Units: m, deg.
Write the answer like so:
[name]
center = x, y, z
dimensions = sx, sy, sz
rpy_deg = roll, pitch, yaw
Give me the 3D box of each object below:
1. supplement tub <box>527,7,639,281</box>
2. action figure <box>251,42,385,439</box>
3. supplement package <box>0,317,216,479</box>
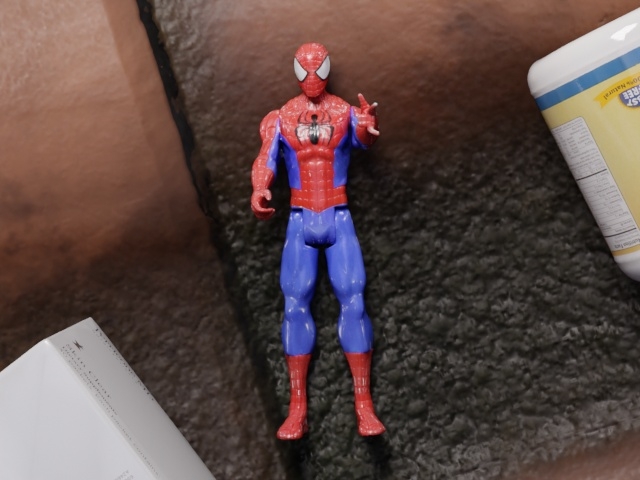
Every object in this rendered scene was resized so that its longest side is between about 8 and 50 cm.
[supplement tub]
center = 0.244, -0.060, 1.203
dimensions = 0.144, 0.144, 0.200
rpy_deg = -27, 91, 4
[action figure]
center = 0.000, 0.000, 1.229
dimensions = 0.091, 0.139, 0.280
rpy_deg = -3, 90, 2
[supplement package]
center = -0.174, 0.221, 1.243
dimensions = 0.204, 0.145, 0.262
rpy_deg = -37, 91, 5
